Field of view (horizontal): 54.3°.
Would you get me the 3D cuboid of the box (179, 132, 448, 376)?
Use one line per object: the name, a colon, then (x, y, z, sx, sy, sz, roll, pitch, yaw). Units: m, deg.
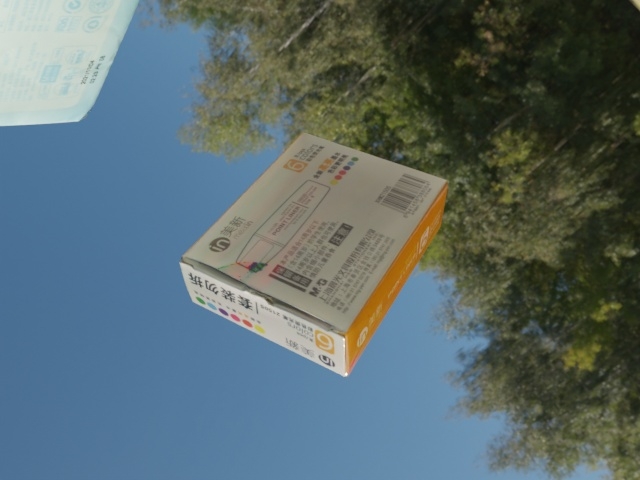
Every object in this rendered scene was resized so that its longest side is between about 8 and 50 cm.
box: (0.000, 0.000, 0.746, 0.221, 0.091, 0.274, 24, -129, 23)

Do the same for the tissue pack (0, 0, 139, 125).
tissue pack: (-0.240, -0.199, 0.495, 0.177, 0.263, 0.089, -15, -108, -42)
